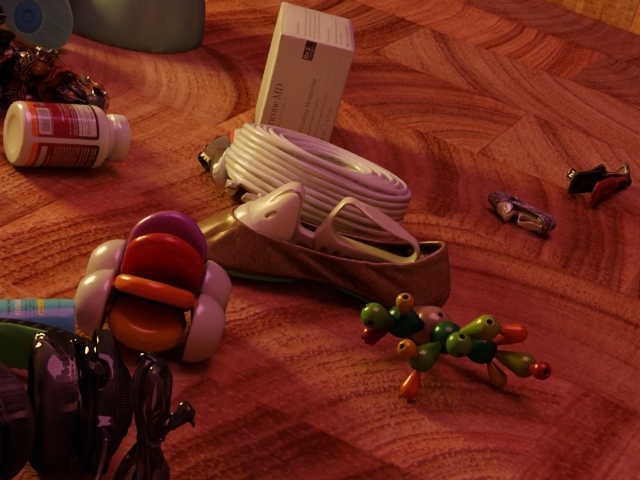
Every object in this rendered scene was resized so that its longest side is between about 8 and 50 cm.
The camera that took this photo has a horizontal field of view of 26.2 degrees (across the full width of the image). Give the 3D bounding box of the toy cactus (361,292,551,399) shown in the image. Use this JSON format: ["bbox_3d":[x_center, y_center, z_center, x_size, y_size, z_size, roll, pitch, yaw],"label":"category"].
[{"bbox_3d":[0.140,0.117,1.575,0.219,0.112,0.180,8,6,-13],"label":"toy cactus"}]

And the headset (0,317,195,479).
[{"bbox_3d":[-0.255,0.123,1.171,0.243,0.185,0.394,-8,22,-42],"label":"headset"}]

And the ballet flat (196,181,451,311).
[{"bbox_3d":[0.000,0.000,1.678,0.342,0.124,0.116,15,23,-1],"label":"ballet flat"}]

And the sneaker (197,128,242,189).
[{"bbox_3d":[-0.142,-0.108,1.932,0.064,0.061,0.158,-9,20,11],"label":"sneaker"}]

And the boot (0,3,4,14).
[{"bbox_3d":[-0.570,-0.340,2.020,0.229,0.091,0.263,9,9,11],"label":"boot"}]

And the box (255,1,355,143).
[{"bbox_3d":[-0.026,-0.251,2.139,0.119,0.181,0.182,13,24,-6],"label":"box"}]

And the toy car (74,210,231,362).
[{"bbox_3d":[-0.172,0.037,1.472,0.159,0.136,0.182,14,24,-5],"label":"toy car"}]

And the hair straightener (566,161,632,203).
[{"bbox_3d":[0.462,-0.111,2.309,0.089,0.047,0.230,28,26,24],"label":"hair straightener"}]

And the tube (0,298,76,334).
[{"bbox_3d":[-0.350,0.083,1.377,0.207,0.052,0.080,1,20,-14],"label":"tube"}]

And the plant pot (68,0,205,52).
[{"bbox_3d":[-0.327,-0.474,2.420,0.290,0.195,0.290,14,24,-6],"label":"plant pot"}]

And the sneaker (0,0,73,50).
[{"bbox_3d":[-0.554,-0.417,2.199,0.319,0.127,0.208,41,-20,-34],"label":"sneaker"}]

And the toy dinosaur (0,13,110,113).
[{"bbox_3d":[-0.463,-0.230,1.919,0.321,0.164,0.218,-1,8,6],"label":"toy dinosaur"}]

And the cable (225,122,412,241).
[{"bbox_3d":[-0.004,-0.081,1.845,0.257,0.089,0.257,19,12,-14],"label":"cable"}]

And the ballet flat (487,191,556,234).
[{"bbox_3d":[0.296,-0.040,2.063,0.114,0.041,0.041,25,25,22],"label":"ballet flat"}]

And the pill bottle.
[{"bbox_3d":[-0.333,-0.137,1.814,0.152,0.086,0.086,1,28,-32],"label":"pill bottle"}]
